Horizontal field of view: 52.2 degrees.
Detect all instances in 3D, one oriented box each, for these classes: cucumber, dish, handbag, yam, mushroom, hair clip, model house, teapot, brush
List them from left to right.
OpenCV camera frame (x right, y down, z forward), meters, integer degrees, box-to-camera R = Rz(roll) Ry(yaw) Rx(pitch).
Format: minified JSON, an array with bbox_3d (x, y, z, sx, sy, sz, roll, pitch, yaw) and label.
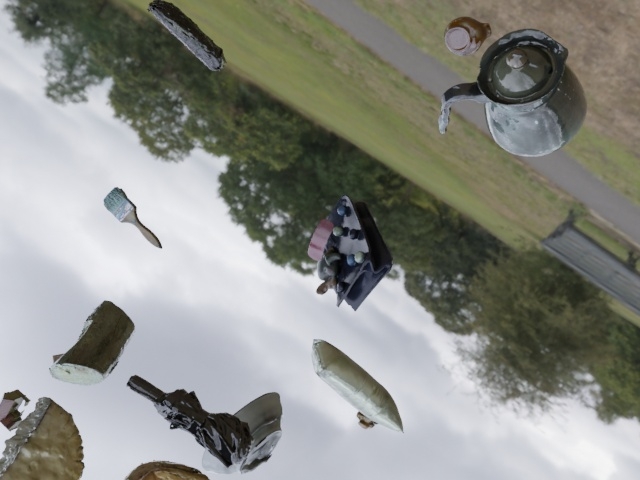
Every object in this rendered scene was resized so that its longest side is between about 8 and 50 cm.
[{"bbox_3d":[-0.710,0.390,1.490,0.057,0.083,0.058,37,-166,13],"label":"model house"},{"bbox_3d":[-0.633,0.300,1.856,0.154,0.154,0.254,32,-134,-4],"label":"yam"},{"bbox_3d":[-0.474,-0.050,1.677,0.196,0.070,0.021,46,-164,-3],"label":"brush"},{"bbox_3d":[-0.261,-0.406,1.287,0.181,0.053,0.053,38,-176,-31],"label":"cucumber"},{"bbox_3d":[-0.205,0.606,1.970,0.106,0.316,0.316,38,-171,25],"label":"dish"},{"bbox_3d":[-0.001,0.001,2.057,0.054,0.137,0.022,30,-160,22],"label":"hair clip"},{"bbox_3d":[0.079,0.044,2.080,0.119,0.269,0.325,16,-146,-28],"label":"handbag"},{"bbox_3d":[0.138,0.489,1.808,0.061,0.060,0.187,29,162,3],"label":"mushroom"},{"bbox_3d":[0.379,-0.529,1.682,0.129,0.078,0.098,3,121,54],"label":"teapot"},{"bbox_3d":[0.420,-0.341,1.448,0.306,0.223,0.285,14,170,29],"label":"teapot"}]

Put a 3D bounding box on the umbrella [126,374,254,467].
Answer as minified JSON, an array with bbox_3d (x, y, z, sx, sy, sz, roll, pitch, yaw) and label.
[{"bbox_3d":[-0.316,0.423,1.571,0.340,0.118,0.118,28,-173,5],"label":"umbrella"}]

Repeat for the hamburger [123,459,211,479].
[{"bbox_3d":[-0.344,0.640,1.496,0.285,0.243,0.146,64,159,-5],"label":"hamburger"}]

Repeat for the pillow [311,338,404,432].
[{"bbox_3d":[0.079,0.318,1.414,0.254,0.078,0.144,43,178,-19],"label":"pillow"}]

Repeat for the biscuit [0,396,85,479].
[{"bbox_3d":[-0.601,0.488,1.412,0.179,0.084,0.281,35,-135,-23],"label":"biscuit"}]

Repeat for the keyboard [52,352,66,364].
[{"bbox_3d":[-0.735,0.362,2.014,0.166,0.055,0.017,-8,163,-20],"label":"keyboard"}]
